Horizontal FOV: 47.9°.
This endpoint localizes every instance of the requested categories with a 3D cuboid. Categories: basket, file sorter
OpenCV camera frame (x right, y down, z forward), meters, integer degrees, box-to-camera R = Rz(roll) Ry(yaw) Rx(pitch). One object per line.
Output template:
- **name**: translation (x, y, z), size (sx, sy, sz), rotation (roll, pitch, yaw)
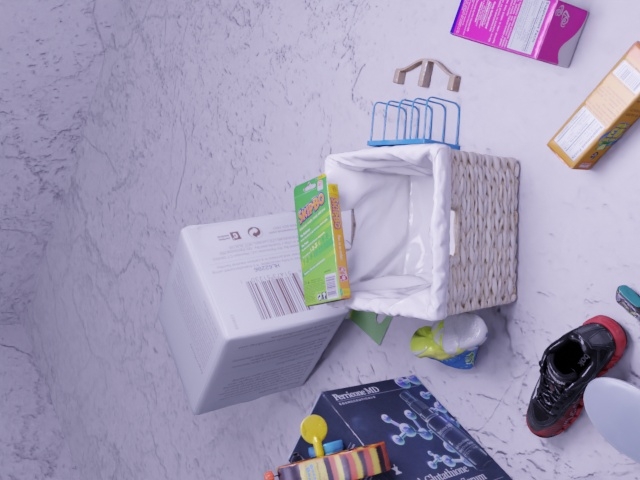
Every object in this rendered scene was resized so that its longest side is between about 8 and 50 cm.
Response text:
- **basket**: translation (0.200, -0.020, 1.481), size (0.331, 0.266, 0.328), rotation (3, 93, 49)
- **file sorter**: translation (0.206, -0.253, 1.584), size (0.170, 0.118, 0.104), rotation (7, 93, 49)

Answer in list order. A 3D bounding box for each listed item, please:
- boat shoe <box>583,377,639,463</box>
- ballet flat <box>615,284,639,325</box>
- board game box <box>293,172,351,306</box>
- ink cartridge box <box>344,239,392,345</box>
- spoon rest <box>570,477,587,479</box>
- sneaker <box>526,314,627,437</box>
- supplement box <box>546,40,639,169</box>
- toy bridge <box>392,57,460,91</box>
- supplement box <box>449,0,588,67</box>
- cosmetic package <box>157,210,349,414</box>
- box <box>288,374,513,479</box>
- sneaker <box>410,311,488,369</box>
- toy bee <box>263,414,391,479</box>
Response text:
- **boat shoe**: translation (0.581, 0.319, 1.167), size (0.306, 0.105, 0.113), rotation (27, 107, 39)
- **ballet flat**: translation (0.556, 0.125, 1.248), size (0.114, 0.041, 0.041), rotation (52, 128, 35)
- **board game box**: translation (0.000, 0.000, 1.492), size (0.124, 0.039, 0.259), rotation (-18, 78, 52)
- **ink cartridge box**: translation (0.085, 0.127, 1.782), size (0.235, 0.056, 0.171), rotation (43, 121, 43)
- **spoon rest**: translation (0.433, 0.539, 1.350), size (0.276, 0.137, 0.084), rotation (-56, 10, 26)
- **sneaker**: translation (0.438, 0.256, 1.309), size (0.097, 0.135, 0.276), rotation (46, 125, 36)
- **supplement box**: translation (0.509, -0.229, 1.260), size (0.233, 0.078, 0.080), rotation (-53, 56, 37)
- **toy bridge**: translation (0.236, -0.375, 1.615), size (0.188, 0.026, 0.063), rotation (23, 105, 47)
- **supplement box**: translation (0.377, -0.417, 1.384), size (0.220, 0.111, 0.113), rotation (36, 117, 42)
- **cosmetic package**: translation (-0.189, 0.184, 1.840), size (0.327, 0.329, 0.393), rotation (62, 145, 29)
- **box**: translation (0.178, 0.500, 1.496), size (0.395, 0.294, 0.212), rotation (45, 123, 39)
- **sneaker**: translation (0.293, 0.209, 1.483), size (0.240, 0.126, 0.091), rotation (-25, 45, 63)
- **toy bee**: translation (-0.015, 0.455, 1.372), size (0.298, 0.162, 0.195), rotation (-53, 55, 35)
